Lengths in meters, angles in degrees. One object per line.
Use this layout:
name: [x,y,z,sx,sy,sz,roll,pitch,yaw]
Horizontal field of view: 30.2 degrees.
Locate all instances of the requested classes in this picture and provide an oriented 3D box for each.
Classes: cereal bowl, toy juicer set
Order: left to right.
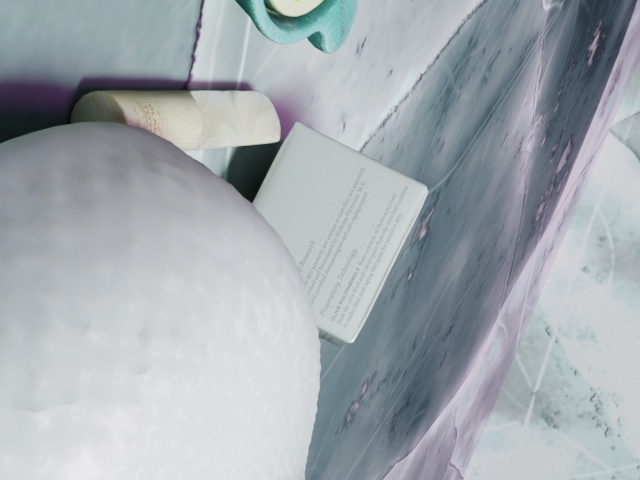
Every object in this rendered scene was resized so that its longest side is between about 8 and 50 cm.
cereal bowl: [-0.104,0.131,0.475,0.339,0.141,0.339,-50,160,-26]
toy juicer set: [-0.020,-0.136,0.492,0.209,0.089,0.329,-43,153,-51]

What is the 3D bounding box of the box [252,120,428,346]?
box: [0.000,0.000,0.701,0.102,0.087,0.101,-64,179,-7]
